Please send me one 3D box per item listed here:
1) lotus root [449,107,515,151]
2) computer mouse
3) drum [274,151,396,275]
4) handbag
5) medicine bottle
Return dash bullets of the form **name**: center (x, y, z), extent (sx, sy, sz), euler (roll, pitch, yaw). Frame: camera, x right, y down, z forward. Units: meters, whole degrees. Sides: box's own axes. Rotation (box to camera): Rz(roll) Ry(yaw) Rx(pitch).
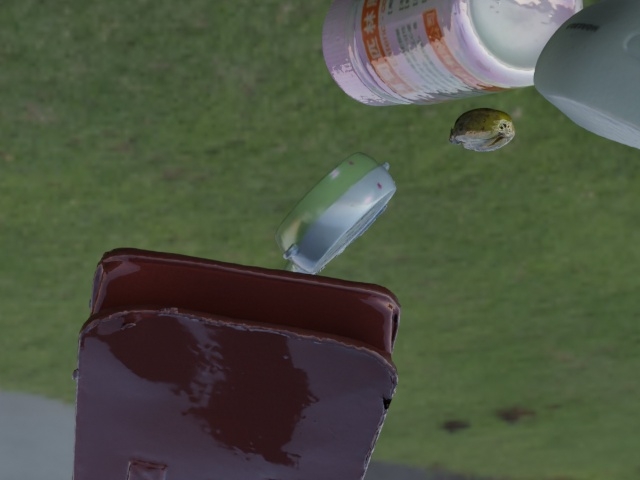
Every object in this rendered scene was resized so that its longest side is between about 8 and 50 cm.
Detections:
- **lotus root**: center (0.201, -0.139, 1.774), extent (0.099, 0.049, 0.054), euler (-6, 142, 49)
- **computer mouse**: center (0.272, -0.143, 1.182), extent (0.231, 0.128, 0.079), euler (24, 163, 49)
- **drum**: center (-0.013, 0.011, 1.291), extent (0.130, 0.049, 0.253), euler (-40, 172, -38)
- **handbag**: center (-0.073, 0.133, 1.173), extent (0.260, 0.084, 0.275), euler (9, 136, -6)
- **medicine bottle**: center (0.173, -0.304, 1.995), extent (0.219, 0.219, 0.388), euler (5, 178, -27)
